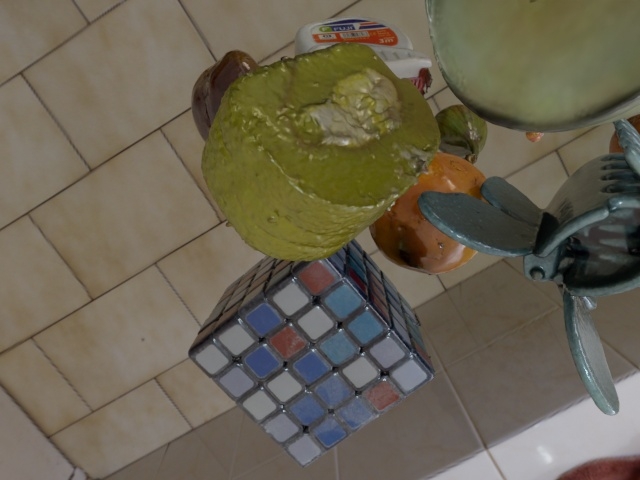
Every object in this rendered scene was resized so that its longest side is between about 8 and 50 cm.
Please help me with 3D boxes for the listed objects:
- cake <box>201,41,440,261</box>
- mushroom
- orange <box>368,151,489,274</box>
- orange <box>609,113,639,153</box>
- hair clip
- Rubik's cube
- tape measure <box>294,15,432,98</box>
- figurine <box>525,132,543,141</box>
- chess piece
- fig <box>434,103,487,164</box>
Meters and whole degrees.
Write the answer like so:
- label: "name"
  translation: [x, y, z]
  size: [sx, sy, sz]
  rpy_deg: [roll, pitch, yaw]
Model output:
- label: "cake"
  translation: [0.012, -0.095, 0.548]
  size: [0.179, 0.261, 0.156]
  rpy_deg: [53, 143, 5]
- label: "mushroom"
  translation: [-0.198, -0.363, 1.412]
  size: [0.260, 0.346, 0.345]
  rpy_deg: [-31, 106, -25]
- label: "orange"
  translation: [0.213, -0.052, 0.990]
  size: [0.247, 0.246, 0.245]
  rpy_deg: [0, 105, -1]
- label: "orange"
  translation: [0.802, -0.212, 1.225]
  size: [0.206, 0.206, 0.205]
  rpy_deg: [0, 105, -1]
- label: "hair clip"
  translation: [0.388, -0.020, 0.730]
  size: [0.392, 0.318, 0.238]
  rpy_deg: [49, 125, 4]
- label: "Rubik's cube"
  translation: [-0.010, 0.158, 0.922]
  size: [0.293, 0.292, 0.287]
  rpy_deg: [-38, 101, 14]
- label: "tape measure"
  translation: [0.082, -0.388, 1.127]
  size: [0.259, 0.265, 0.130]
  rpy_deg: [-9, 140, -8]
- label: "figurine"
  translation: [0.569, -0.297, 1.308]
  size: [0.109, 0.064, 0.047]
  rpy_deg: [-41, 110, -15]
- label: "chess piece"
  translation: [0.242, -0.170, 0.389]
  size: [0.331, 0.182, 0.182]
  rpy_deg: [-10, 111, -44]
- label: "fig"
  translation: [0.391, -0.277, 1.352]
  size: [0.152, 0.259, 0.151]
  rpy_deg: [-3, 113, -7]
